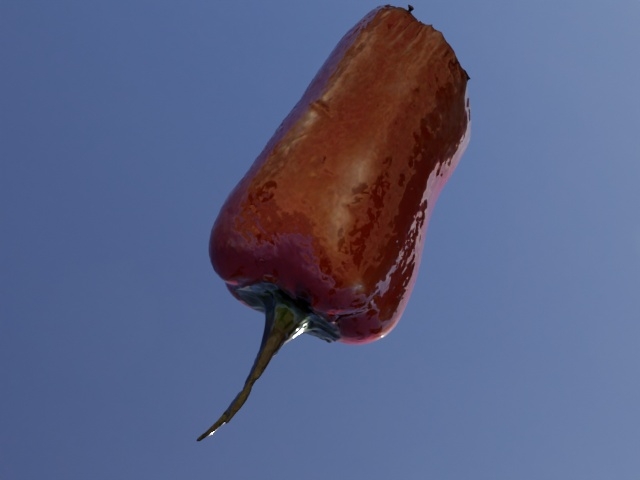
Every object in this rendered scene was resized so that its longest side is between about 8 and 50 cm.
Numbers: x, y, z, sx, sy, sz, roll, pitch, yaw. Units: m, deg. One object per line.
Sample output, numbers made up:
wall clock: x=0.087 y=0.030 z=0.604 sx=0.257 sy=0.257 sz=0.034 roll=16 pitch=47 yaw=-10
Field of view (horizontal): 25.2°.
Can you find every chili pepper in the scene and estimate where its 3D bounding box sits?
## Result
chili pepper: x=0.000 y=0.000 z=0.578 sx=0.084 sy=0.192 sz=0.086 roll=9 pitch=151 yaw=45
